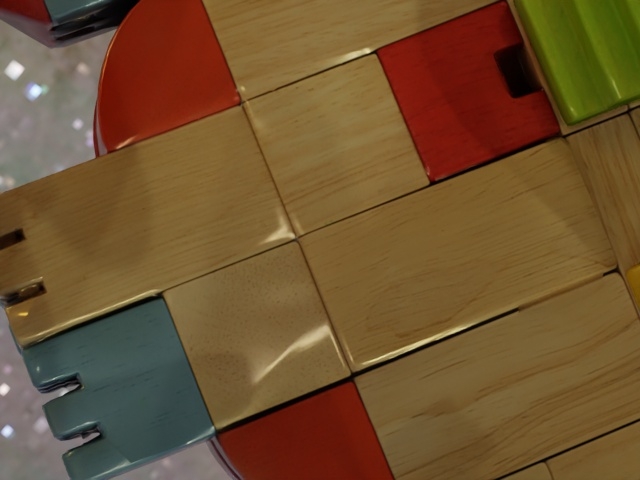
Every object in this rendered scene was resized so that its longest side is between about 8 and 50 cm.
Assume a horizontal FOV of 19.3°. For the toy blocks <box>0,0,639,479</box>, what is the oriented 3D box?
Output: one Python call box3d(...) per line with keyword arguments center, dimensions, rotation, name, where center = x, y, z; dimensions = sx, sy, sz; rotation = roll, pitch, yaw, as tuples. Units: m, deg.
box3d(center=(0.000, 0.000, 0.653), dimensions=(0.191, 0.261, 0.381), rotation=(131, 118, -81), name="toy blocks")
